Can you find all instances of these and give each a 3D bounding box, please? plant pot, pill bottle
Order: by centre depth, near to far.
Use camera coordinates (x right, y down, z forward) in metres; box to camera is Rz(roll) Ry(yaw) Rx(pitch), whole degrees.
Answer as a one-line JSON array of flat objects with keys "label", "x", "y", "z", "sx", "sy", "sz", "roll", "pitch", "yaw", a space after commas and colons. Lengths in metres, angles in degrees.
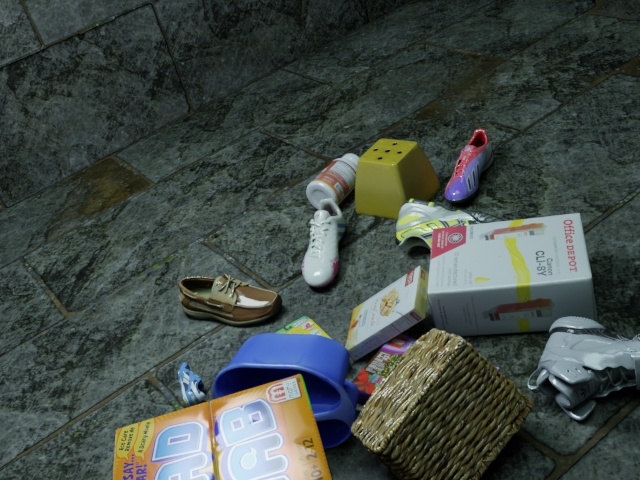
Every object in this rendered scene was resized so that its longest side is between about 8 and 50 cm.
[{"label": "plant pot", "x": 0.231, "y": -0.206, "z": 2.447, "sx": 0.212, "sy": 0.187, "sz": 0.212, "roll": 12, "pitch": 43, "yaw": 37}, {"label": "pill bottle", "x": 0.056, "y": -0.199, "z": 2.575, "sx": 0.121, "sy": 0.121, "sz": 0.216, "roll": 10, "pitch": 41, "yaw": 35}]

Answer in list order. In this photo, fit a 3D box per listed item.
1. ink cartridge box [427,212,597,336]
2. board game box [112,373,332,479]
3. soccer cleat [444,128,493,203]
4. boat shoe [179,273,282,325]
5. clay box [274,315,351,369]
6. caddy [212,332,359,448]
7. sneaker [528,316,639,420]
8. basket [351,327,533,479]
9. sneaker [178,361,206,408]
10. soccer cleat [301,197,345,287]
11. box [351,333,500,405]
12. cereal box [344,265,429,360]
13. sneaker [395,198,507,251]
[{"label": "ink cartridge box", "x": 0.478, "y": 0.085, "z": 1.932, "sx": 0.385, "sy": 0.160, "sz": 0.279, "roll": -6, "pitch": 35, "yaw": 16}, {"label": "board game box", "x": -0.131, "y": 0.520, "z": 1.332, "sx": 0.356, "sy": 0.356, "sz": 0.356, "roll": -17, "pitch": 30, "yaw": -4}, {"label": "soccer cleat", "x": 0.467, "y": -0.234, "z": 2.445, "sx": 0.109, "sy": 0.116, "sz": 0.318, "roll": 6, "pitch": 39, "yaw": 31}, {"label": "boat shoe", "x": -0.272, "y": 0.161, "z": 2.193, "sx": 0.324, "sy": 0.120, "sz": 0.122, "roll": 0, "pitch": 37, "yaw": 24}, {"label": "clay box", "x": -0.033, "y": 0.285, "z": 1.966, "sx": 0.127, "sy": 0.053, "sz": 0.222, "roll": -29, "pitch": 34, "yaw": -17}, {"label": "caddy", "x": -0.074, "y": 0.348, "z": 1.725, "sx": 0.341, "sy": 0.241, "sz": 0.179, "roll": -2, "pitch": 31, "yaw": 22}, {"label": "sneaker", "x": 0.621, "y": 0.283, "z": 1.607, "sx": 0.366, "sy": 0.137, "sz": 0.210, "roll": 8, "pitch": 41, "yaw": 41}, {"label": "basket", "x": 0.241, "y": 0.364, "z": 1.595, "sx": 0.299, "sy": 0.223, "sz": 0.213, "roll": -50, "pitch": 13, "yaw": -10}, {"label": "sneaker", "x": -0.331, "y": 0.368, "z": 1.980, "sx": 0.059, "sy": 0.053, "sz": 0.144, "roll": -21, "pitch": 42, "yaw": -4}, {"label": "soccer cleat", "x": 0.000, "y": 0.000, "z": 2.287, "sx": 0.116, "sy": 0.143, "sz": 0.331, "roll": -7, "pitch": 35, "yaw": 15}, {"label": "box", "x": 0.239, "y": 0.332, "z": 1.770, "sx": 0.293, "sy": 0.057, "sz": 0.201, "roll": 15, "pitch": 44, "yaw": 39}, {"label": "cereal box", "x": 0.168, "y": 0.182, "z": 1.927, "sx": 0.240, "sy": 0.047, "sz": 0.173, "roll": -38, "pitch": 20, "yaw": 31}, {"label": "sneaker", "x": 0.391, "y": -0.005, "z": 2.163, "sx": 0.385, "sy": 0.145, "sz": 0.147, "roll": 12, "pitch": 73, "yaw": 33}]
